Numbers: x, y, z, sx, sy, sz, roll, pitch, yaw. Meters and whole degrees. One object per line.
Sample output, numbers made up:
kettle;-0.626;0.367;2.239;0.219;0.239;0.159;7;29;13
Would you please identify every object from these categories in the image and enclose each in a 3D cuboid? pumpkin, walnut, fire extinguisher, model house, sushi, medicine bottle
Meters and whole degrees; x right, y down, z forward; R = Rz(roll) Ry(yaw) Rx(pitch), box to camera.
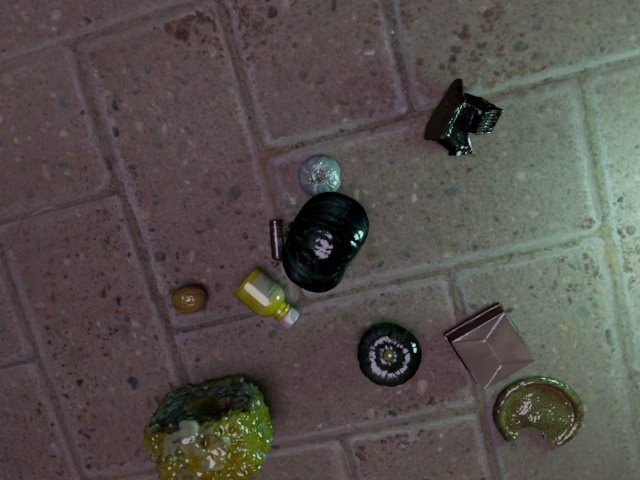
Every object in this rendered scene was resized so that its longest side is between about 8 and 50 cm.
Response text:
pumpkin;0.224;0.373;1.585;0.211;0.152;0.212;0;95;2
walnut;-0.445;0.196;1.635;0.124;0.105;0.105;-2;100;9
fire extinguisher;-0.143;0.010;1.606;0.064;0.043;0.159;-11;103;-37
pumpkin;0.000;0.000;1.469;0.238;0.315;0.316;27;101;-3
model house;0.434;-0.356;1.474;0.164;0.141;0.203;19;123;-21
sushi;-0.351;0.620;1.570;0.395;0.351;0.240;-11;99;8
medicine bottle;-0.169;0.200;1.601;0.212;0.122;0.122;41;100;-4

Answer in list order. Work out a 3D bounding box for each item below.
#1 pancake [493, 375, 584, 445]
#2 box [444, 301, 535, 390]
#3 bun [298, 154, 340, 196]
pancake;0.737;0.591;1.644;0.288;0.033;0.286;42;100;-4
box;0.554;0.350;1.589;0.215;0.086;0.215;-32;95;9
bun;-0.004;-0.202;1.538;0.140;0.083;0.141;1;103;4
